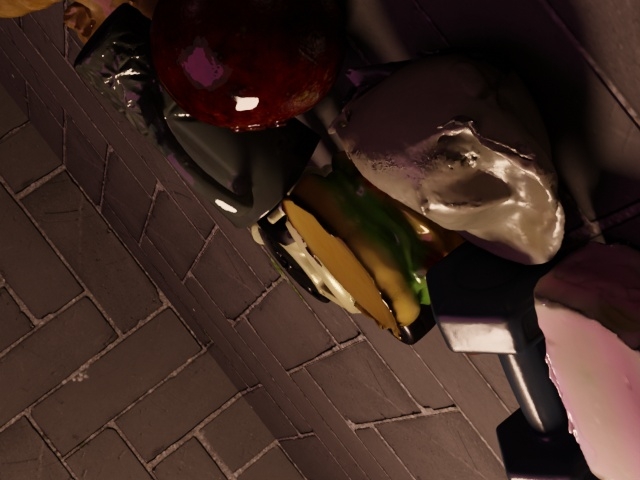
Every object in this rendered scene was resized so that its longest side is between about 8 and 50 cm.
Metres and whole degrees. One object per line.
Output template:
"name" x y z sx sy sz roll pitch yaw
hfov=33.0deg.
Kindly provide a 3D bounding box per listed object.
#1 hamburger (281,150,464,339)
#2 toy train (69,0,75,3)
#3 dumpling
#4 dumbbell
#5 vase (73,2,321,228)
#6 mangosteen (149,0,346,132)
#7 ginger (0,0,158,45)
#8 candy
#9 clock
"hamburger" 0.075 -0.013 1.270 0.237 0.149 0.237 50 171 11
"toy train" -0.356 -0.445 1.564 0.300 0.131 0.202 43 167 28
"dumpling" 0.135 -0.089 1.022 0.205 0.163 0.293 23 176 -29
"dumbbell" 0.230 0.143 1.161 0.156 0.143 0.316 -3 127 35
"vase" -0.150 -0.146 1.298 0.301 0.156 0.251 40 -154 -21
"mangosteen" -0.084 -0.246 1.157 0.215 0.215 0.257 7 110 66
"ginger" -0.258 -0.304 1.415 0.363 0.122 0.348 43 145 -24
"candy" 0.309 0.139 1.025 0.155 0.116 0.265 28 150 54
"clock" 0.000 0.000 1.535 0.276 0.120 0.379 55 163 -24
